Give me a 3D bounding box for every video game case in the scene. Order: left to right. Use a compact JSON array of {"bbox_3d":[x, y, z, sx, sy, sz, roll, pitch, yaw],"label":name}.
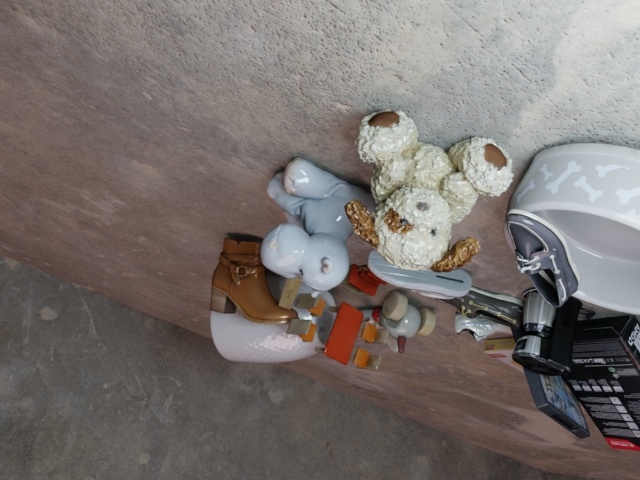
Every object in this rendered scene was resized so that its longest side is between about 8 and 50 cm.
[{"bbox_3d":[0.582,0.337,1.455,0.035,0.274,0.248,-32,130,28],"label":"video game case"}]

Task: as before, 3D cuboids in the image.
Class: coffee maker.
[{"bbox_3d":[0.544,0.218,1.319,0.171,0.178,0.120,13,157,14],"label":"coffee maker"}]

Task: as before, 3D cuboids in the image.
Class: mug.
[{"bbox_3d":[-0.107,0.253,1.811,0.328,0.276,0.374,-4,166,26],"label":"mug"}]

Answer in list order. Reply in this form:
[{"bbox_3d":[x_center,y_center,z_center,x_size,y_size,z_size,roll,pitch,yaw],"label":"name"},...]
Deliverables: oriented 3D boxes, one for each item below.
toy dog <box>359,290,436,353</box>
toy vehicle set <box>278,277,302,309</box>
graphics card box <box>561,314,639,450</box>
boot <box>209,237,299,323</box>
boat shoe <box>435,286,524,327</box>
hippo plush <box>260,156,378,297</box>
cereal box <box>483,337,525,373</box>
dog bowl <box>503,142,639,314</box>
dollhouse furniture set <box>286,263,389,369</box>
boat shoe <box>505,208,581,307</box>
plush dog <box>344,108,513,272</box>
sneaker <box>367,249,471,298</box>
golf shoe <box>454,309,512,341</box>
[{"bbox_3d":[0.202,0.273,1.721,0.220,0.160,0.333,20,157,-1],"label":"toy dog"},{"bbox_3d":[-0.054,0.062,1.445,0.035,0.165,0.267,19,156,-1],"label":"toy vehicle set"},{"bbox_3d":[0.743,0.359,1.403,0.371,0.094,0.233,52,149,-9],"label":"graphics card box"},{"bbox_3d":[-0.175,0.114,1.601,0.284,0.220,0.109,11,180,26],"label":"boot"},{"bbox_3d":[0.400,0.167,1.453,0.228,0.068,0.081,11,155,18],"label":"boat shoe"},{"bbox_3d":[0.000,0.000,1.176,0.294,0.236,0.234,19,157,0],"label":"hippo plush"},{"bbox_3d":[0.642,0.361,1.723,0.240,0.047,0.173,28,155,-20],"label":"cereal box"},{"bbox_3d":[0.456,-0.001,0.904,0.349,0.102,0.348,30,163,10],"label":"dog bowl"},{"bbox_3d":[0.080,0.199,1.526,0.262,0.259,0.135,31,157,-27],"label":"dollhouse furniture set"},{"bbox_3d":[0.348,0.032,0.897,0.206,0.065,0.075,45,162,-31],"label":"boat shoe"},{"bbox_3d":[0.156,-0.058,0.944,0.263,0.225,0.210,19,157,0],"label":"plush dog"},{"bbox_3d":[0.232,0.093,1.386,0.258,0.094,0.091,19,152,-1],"label":"sneaker"},{"bbox_3d":[0.454,0.245,1.565,0.176,0.086,0.069,12,154,12],"label":"golf shoe"}]
